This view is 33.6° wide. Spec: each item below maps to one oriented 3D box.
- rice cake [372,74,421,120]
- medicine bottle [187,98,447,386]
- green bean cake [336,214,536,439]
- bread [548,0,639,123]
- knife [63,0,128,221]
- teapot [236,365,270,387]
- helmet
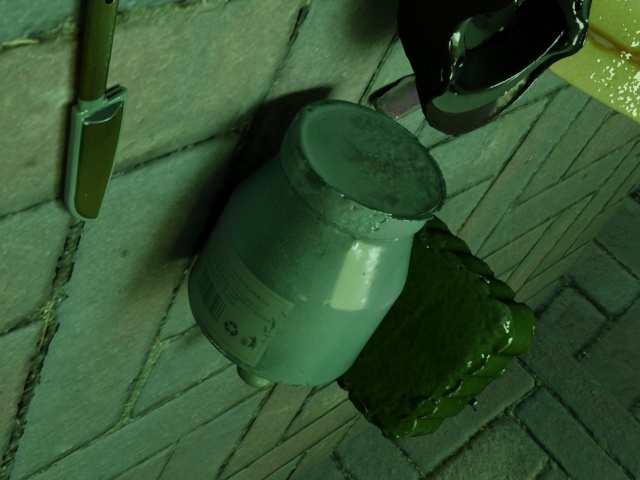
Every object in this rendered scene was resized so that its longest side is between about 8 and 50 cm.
[{"bbox_3d":[0.146,-0.205,1.453,0.207,0.047,0.036,-26,162,-40],"label":"rice cake"},{"bbox_3d":[0.000,0.000,1.286,0.245,0.245,0.290,-22,153,-48],"label":"medicine bottle"},{"bbox_3d":[0.173,0.146,1.833,0.319,0.335,0.218,-44,161,17],"label":"green bean cake"},{"bbox_3d":[0.392,-0.281,1.460,0.163,0.264,0.167,-16,142,-58],"label":"bread"},{"bbox_3d":[-0.199,-0.116,0.964,0.061,0.027,0.343,-35,161,-35],"label":"knife"},{"bbox_3d":[-0.012,0.109,1.656,0.318,0.149,0.220,-40,160,-12],"label":"teapot"},{"bbox_3d":[0.183,-0.273,1.176,0.225,0.177,0.305,-21,159,-37],"label":"helmet"}]
